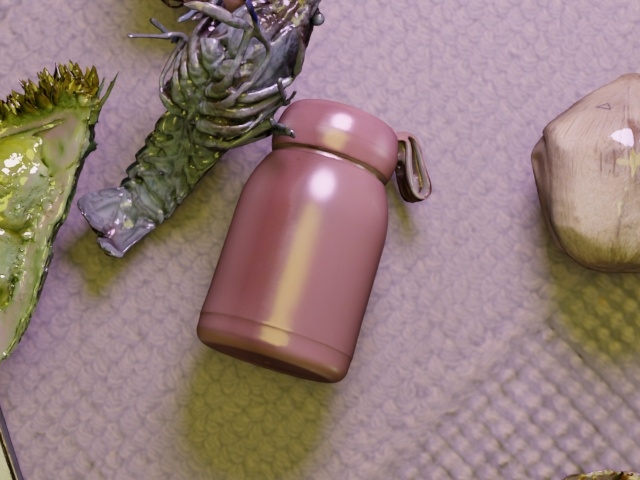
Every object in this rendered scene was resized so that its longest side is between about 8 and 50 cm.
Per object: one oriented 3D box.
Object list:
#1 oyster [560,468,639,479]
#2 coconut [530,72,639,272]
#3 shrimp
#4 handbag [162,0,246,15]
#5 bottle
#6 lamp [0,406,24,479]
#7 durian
[{"bbox_3d":[0.333,0.309,1.519,0.177,0.056,0.105,5,69,-2],"label":"oyster"},{"bbox_3d":[0.335,-0.076,1.512,0.224,0.224,0.224,0,81,-2],"label":"coconut"},{"bbox_3d":[-0.122,-0.152,1.470,0.221,0.166,0.410,47,126,14],"label":"shrimp"},{"bbox_3d":[-0.113,-0.348,1.545,0.116,0.179,0.205,9,107,8],"label":"handbag"},{"bbox_3d":[0.000,0.000,1.504,0.206,0.173,0.297,20,77,-17],"label":"bottle"},{"bbox_3d":[-0.461,0.287,1.492,0.269,0.047,0.266,-19,82,-5],"label":"lamp"},{"bbox_3d":[-0.329,-0.032,1.477,0.169,0.158,0.352,21,87,18],"label":"durian"}]
